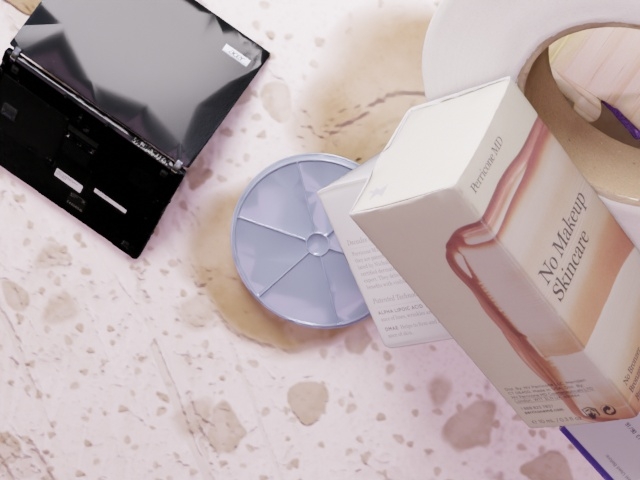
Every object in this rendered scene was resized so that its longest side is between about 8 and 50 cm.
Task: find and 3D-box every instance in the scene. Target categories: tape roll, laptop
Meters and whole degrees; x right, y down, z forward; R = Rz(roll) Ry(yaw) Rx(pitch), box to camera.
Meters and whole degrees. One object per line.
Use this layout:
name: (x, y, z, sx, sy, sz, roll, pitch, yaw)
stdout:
tape roll: (0.277, -0.123, 1.168, 0.392, 0.072, 0.392, 20, 144, 15)
laptop: (-0.227, -0.153, 1.498, 0.234, 0.136, 0.264, 35, 135, 0)

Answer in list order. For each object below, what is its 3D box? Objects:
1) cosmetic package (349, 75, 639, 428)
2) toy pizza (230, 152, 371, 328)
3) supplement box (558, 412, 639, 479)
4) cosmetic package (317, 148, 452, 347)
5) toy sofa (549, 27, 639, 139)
cosmetic package: (0.181, 0.018, 1.221, 0.129, 0.153, 0.296, -15, 126, 45)
toy pizza: (0.000, 0.000, 1.489, 0.201, 0.032, 0.201, 3, 107, 11)
supplement box: (0.319, 0.153, 1.373, 0.114, 0.220, 0.111, -41, 96, 18)
cosmetic package: (0.125, -0.011, 1.373, 0.151, 0.151, 0.183, -14, 104, 44)
toy sofa: (0.333, -0.285, 1.275, 0.177, 0.150, 0.362, 31, 110, -5)
